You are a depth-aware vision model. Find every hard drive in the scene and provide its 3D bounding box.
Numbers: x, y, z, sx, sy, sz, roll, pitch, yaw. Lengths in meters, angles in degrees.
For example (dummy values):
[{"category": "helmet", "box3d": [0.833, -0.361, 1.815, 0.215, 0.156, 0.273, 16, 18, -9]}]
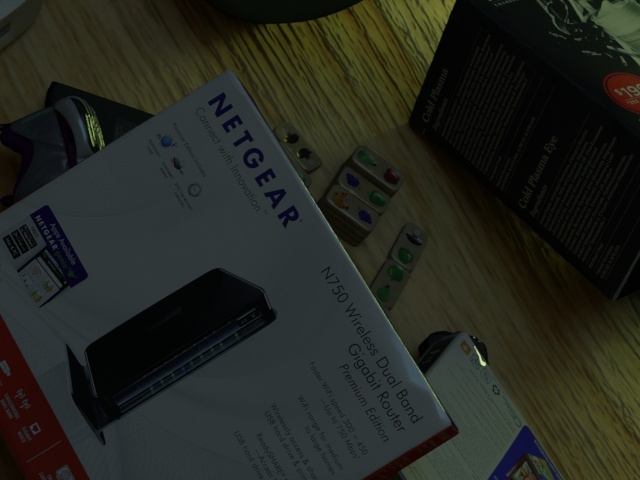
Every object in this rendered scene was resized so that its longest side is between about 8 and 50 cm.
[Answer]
[{"category": "hard drive", "box3d": [-0.195, -0.089, 1.414, 0.135, 0.022, 0.094, 18, 52, -21]}]

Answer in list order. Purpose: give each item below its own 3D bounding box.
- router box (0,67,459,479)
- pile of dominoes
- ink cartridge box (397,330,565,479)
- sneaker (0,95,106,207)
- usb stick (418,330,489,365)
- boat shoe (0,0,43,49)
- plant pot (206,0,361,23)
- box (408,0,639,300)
[{"category": "router box", "box3d": [-0.107, 0.085, 1.187, 0.301, 0.082, 0.335, -33, 75, 2]}, {"category": "pile of dominoes", "box3d": [0.000, 0.000, 1.462, 0.196, 0.040, 0.251, 36, 47, -6]}, {"category": "ink cartridge box", "box3d": [0.129, 0.208, 1.301, 0.206, 0.045, 0.208, 57, 33, -5]}, {"category": "sneaker", "box3d": [-0.222, -0.010, 1.327, 0.098, 0.083, 0.223, -16, 78, 4]}, {"category": "usb stick", "box3d": [0.139, 0.211, 1.396, 0.077, 0.045, 0.278, 16, 52, -31]}, {"category": "boat shoe", "box3d": [-0.328, -0.199, 1.383, 0.063, 0.066, 0.184, 32, 49, 10]}, {"category": "plant pot", "box3d": [-0.044, -0.336, 1.562, 0.290, 0.195, 0.290, 16, 52, -21]}, {"category": "box", "box3d": [0.333, -0.141, 1.618, 0.343, 0.179, 0.312, -21, 53, -40]}]
